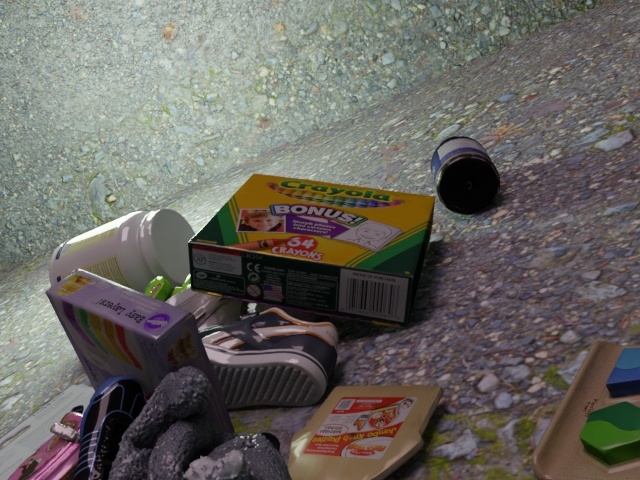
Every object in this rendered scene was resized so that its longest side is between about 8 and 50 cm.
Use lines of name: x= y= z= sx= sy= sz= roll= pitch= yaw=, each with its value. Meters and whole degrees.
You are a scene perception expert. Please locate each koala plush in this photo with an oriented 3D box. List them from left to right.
koala plush: x=-0.110 y=0.274 z=0.755 sx=0.221 sy=0.196 sz=0.203 roll=-3 pitch=38 yaw=47

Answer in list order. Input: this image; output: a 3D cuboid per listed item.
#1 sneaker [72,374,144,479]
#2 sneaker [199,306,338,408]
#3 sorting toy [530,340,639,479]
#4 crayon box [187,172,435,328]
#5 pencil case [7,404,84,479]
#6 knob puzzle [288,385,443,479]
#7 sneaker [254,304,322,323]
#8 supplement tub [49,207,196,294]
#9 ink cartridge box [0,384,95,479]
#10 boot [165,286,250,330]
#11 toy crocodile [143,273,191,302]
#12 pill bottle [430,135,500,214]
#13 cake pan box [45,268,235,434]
sneaker: x=-0.258 y=0.274 z=0.844 sx=0.090 sy=0.081 sz=0.232 roll=-22 pitch=49 yaw=47
sneaker: x=-0.115 y=0.184 z=1.085 sx=0.321 sy=0.126 sz=0.127 roll=-2 pitch=33 yaw=28
sorting toy: x=0.310 y=0.182 z=0.624 sx=0.229 sy=0.041 sz=0.307 roll=-7 pitch=26 yaw=46
crayon box: x=0.000 y=0.000 z=1.210 sx=0.363 sy=0.106 sz=0.313 roll=9 pitch=29 yaw=12
pencil case: x=-0.396 y=0.383 z=0.859 sx=0.160 sy=0.167 sz=0.386 roll=-10 pitch=25 yaw=45
knob puzzle: x=0.043 y=0.249 z=0.833 sx=0.213 sy=0.030 sz=0.213 roll=-24 pitch=18 yaw=8
sneaker: x=-0.030 y=0.095 z=1.267 sx=0.111 sy=0.103 sz=0.252 roll=-16 pitch=27 yaw=19
supplement tub: x=-0.490 y=0.063 z=1.754 sx=0.325 sy=0.235 sz=0.235 roll=-19 pitch=20 yaw=22
ink cartridge box: x=-0.463 y=0.373 z=1.142 sx=0.330 sy=0.071 sz=0.324 roll=-9 pitch=24 yaw=50
boot: x=-0.157 y=0.117 z=1.250 sx=0.258 sy=0.123 sz=0.095 roll=-33 pitch=-20 yaw=-33
toy crocodile: x=-0.276 y=0.139 z=1.454 sx=0.341 sy=0.115 sz=0.105 roll=-13 pitch=49 yaw=40
pill bottle: x=0.289 y=-0.143 z=1.412 sx=0.123 sy=0.122 sz=0.219 roll=-23 pitch=18 yaw=13
cake pan box: x=-0.246 y=0.184 z=0.972 sx=0.246 sy=0.266 sz=0.070 roll=17 pitch=43 yaw=36
